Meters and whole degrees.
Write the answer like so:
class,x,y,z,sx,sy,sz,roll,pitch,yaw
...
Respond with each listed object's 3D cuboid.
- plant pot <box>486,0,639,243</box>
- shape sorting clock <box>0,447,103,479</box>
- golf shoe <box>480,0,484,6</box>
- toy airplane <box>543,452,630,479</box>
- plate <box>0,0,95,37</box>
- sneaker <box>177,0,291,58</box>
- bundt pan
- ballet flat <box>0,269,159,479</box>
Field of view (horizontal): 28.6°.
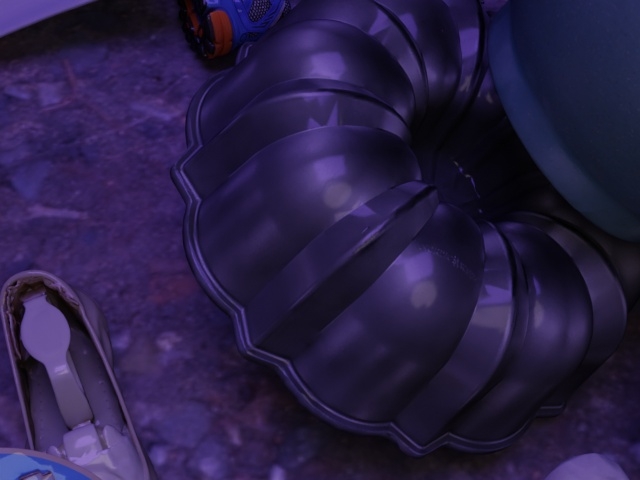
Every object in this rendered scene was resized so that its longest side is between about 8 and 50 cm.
class,x,y,z,sx,sy,sz,roll,pitch,yaw
plant pot,0.223,-0.116,0.725,0.293,0.196,0.293,29,43,-30
shape sorting clock,-0.182,0.220,0.703,0.206,0.040,0.206,3,80,-19
golf shoe,0.106,-0.253,1.087,0.086,0.069,0.176,7,53,12
toy airplane,0.200,0.241,0.530,0.384,0.386,0.272,-24,45,-16
plate,-0.270,-0.303,1.035,0.278,0.045,0.277,-20,88,5
sneaker,-0.089,-0.245,1.079,0.087,0.083,0.221,-8,60,-21
bundt pan,0.079,-0.035,0.809,0.331,0.124,0.331,15,56,-23
ballet flat,-0.157,0.120,0.802,0.086,0.086,0.248,-17,56,-13
